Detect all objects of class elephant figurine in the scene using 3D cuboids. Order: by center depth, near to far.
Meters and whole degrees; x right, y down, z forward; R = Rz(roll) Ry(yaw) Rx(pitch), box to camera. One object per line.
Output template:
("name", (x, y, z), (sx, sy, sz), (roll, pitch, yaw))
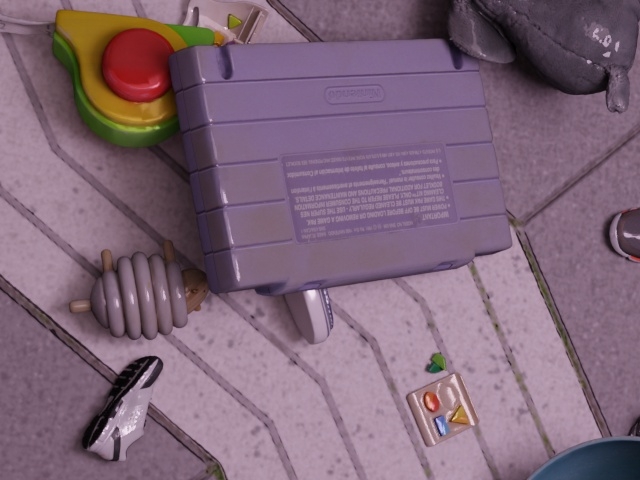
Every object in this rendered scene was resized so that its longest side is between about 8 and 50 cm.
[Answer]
("elephant figurine", (0.194, -0.245, 1.631), (0.239, 0.186, 0.169), (25, 82, -18))

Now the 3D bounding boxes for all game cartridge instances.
("game cartridge", (0.027, -0.074, 1.553), (0.355, 0.068, 0.230), (-7, 89, -40))

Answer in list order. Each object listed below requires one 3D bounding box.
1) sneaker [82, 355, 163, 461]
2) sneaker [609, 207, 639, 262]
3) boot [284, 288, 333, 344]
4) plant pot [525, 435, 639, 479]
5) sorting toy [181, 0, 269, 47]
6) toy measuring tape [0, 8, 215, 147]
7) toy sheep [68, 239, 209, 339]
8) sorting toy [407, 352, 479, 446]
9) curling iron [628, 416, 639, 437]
("sneaker", (-0.177, 0.157, 1.529), (0.043, 0.040, 0.109), (39, 77, -27))
("sneaker", (0.380, -0.006, 1.708), (0.157, 0.065, 0.061), (6, 81, -17))
("boot", (0.000, 0.000, 1.583), (0.086, 0.069, 0.190), (-15, 86, -18))
("plant pot", (0.330, 0.340, 1.565), (0.195, 0.290, 0.290), (17, 76, -53))
("sorting toy", (-0.102, -0.199, 1.593), (0.075, 0.045, 0.083), (26, 76, -5))
("toy measuring tape", (-0.233, -0.149, 1.511), (0.330, 0.121, 0.121), (5, 82, -10))
("toy sheep", (-0.167, 0.050, 1.519), (0.132, 0.091, 0.091), (-11, 86, -5))
("sorting toy", (0.118, 0.156, 1.632), (0.062, 0.012, 0.083), (-23, 91, -19))
("curling iron", (0.412, 0.283, 1.699), (0.068, 0.035, 0.274), (-41, 97, -10))
